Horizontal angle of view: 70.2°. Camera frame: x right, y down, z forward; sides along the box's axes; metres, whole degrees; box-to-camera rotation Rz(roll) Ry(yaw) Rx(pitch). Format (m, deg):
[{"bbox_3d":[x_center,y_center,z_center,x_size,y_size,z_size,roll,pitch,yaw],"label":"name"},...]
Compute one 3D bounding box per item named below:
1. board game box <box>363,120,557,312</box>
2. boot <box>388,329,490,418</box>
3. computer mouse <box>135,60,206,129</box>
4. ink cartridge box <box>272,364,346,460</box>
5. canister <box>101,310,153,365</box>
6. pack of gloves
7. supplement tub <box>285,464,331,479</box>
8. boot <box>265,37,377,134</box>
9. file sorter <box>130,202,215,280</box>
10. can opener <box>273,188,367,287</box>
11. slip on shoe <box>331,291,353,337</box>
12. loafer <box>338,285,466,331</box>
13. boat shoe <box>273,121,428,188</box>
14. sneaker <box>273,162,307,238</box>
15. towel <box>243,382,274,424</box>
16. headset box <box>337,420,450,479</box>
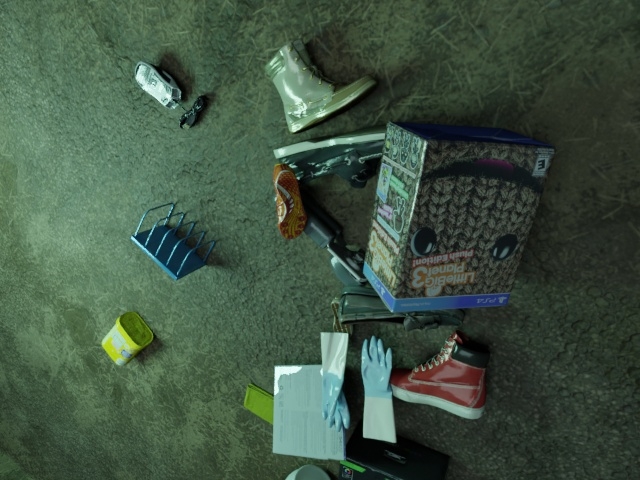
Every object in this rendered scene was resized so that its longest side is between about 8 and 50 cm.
[{"bbox_3d":[0.222,-0.041,0.784,0.231,0.141,0.291,-1,115,-16],"label":"board game box"},{"bbox_3d":[0.242,0.269,1.003,0.244,0.088,0.176,7,103,27],"label":"boot"},{"bbox_3d":[-0.364,-0.361,1.100,0.193,0.042,0.106,43,127,0],"label":"computer mouse"},{"bbox_3d":[-0.022,0.430,1.157,0.223,0.045,0.224,-10,72,33],"label":"ink cartridge box"},{"bbox_3d":[-0.635,0.324,1.489,0.126,0.073,0.170,51,125,2],"label":"canister"},{"bbox_3d":[0.073,0.332,1.042,0.195,0.046,0.232,-6,83,36],"label":"pack of gloves"},{"bbox_3d":[-0.058,0.752,1.304,0.144,0.144,0.200,36,121,12],"label":"supplement tub"},{"bbox_3d":[-0.005,-0.324,0.903,0.213,0.077,0.165,-18,98,35],"label":"boot"},{"bbox_3d":[-0.383,-0.003,1.203,0.170,0.118,0.104,41,120,9],"label":"file sorter"},{"bbox_3d":[0.000,0.000,1.024,0.283,0.076,0.095,43,122,8],"label":"can opener"},{"bbox_3d":[0.054,0.181,1.088,0.051,0.041,0.135,5,130,26],"label":"slip on shoe"},{"bbox_3d":[0.167,0.162,0.968,0.267,0.084,0.096,6,149,19],"label":"loafer"},{"bbox_3d":[0.057,-0.157,0.904,0.339,0.127,0.113,-3,108,31],"label":"boat shoe"},{"bbox_3d":[-0.064,-0.081,0.957,0.064,0.067,0.175,-6,126,-9],"label":"sneaker"},{"bbox_3d":[-0.120,0.508,1.316,0.237,0.021,0.102,25,118,18],"label":"towel"},{"bbox_3d":[0.175,0.627,1.140,0.246,0.131,0.283,15,114,22],"label":"headset box"}]
